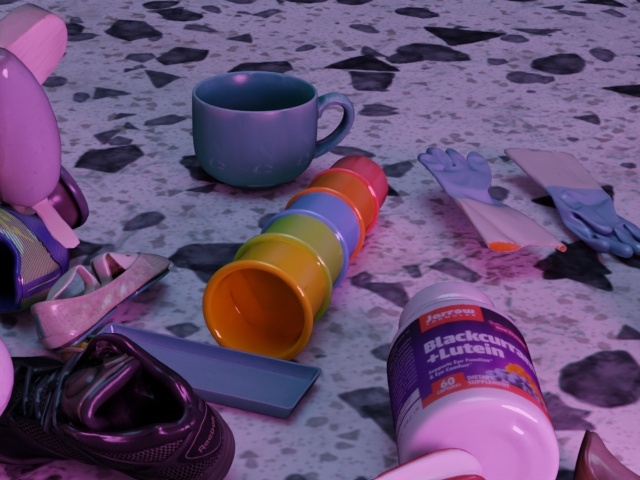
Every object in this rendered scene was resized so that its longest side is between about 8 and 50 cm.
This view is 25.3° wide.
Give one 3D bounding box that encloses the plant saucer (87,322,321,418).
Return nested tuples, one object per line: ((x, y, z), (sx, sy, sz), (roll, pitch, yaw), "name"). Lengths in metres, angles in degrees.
((-0.099, 0.104, 1.133), (0.192, 0.018, 0.067), (10, 27, 19), "plant saucer")

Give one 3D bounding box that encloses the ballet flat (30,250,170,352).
((-0.185, 0.037, 1.213), (0.057, 0.052, 0.168), (-21, 12, 33), "ballet flat")

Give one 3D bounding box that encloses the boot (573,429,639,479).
((0.217, 0.176, 0.978), (0.087, 0.042, 0.118), (12, 28, 9), "boot")

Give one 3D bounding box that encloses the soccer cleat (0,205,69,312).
((-0.363, 0.005, 1.236), (0.289, 0.093, 0.121), (7, 22, 10), "soccer cleat")

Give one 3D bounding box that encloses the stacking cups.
((0.000, 0.000, 1.272), (0.096, 0.096, 0.316), (10, 25, 17), "stacking cups")

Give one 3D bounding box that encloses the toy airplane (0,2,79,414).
((-0.304, 0.018, 0.905), (0.272, 0.386, 0.384), (39, 8, -4), "toy airplane")

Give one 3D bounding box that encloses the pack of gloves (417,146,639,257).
((0.207, -0.028, 1.415), (0.195, 0.046, 0.232), (5, 26, -20), "pack of gloves")

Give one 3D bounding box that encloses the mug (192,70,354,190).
((-0.056, -0.108, 1.483), (0.157, 0.097, 0.129), (11, 27, 19), "mug")

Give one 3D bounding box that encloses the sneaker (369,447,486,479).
((0.035, 0.208, 0.847), (0.221, 0.087, 0.128), (-23, 41, -21), "sneaker")

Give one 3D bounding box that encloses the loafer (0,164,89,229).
((-0.340, -0.046, 1.364), (0.302, 0.109, 0.095), (18, 48, 43), "loafer")

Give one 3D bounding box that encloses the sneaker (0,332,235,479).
((-0.179, 0.107, 0.985), (0.227, 0.130, 0.087), (11, 61, 19), "sneaker")

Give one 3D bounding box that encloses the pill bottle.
((0.103, 0.108, 1.025), (0.108, 0.108, 0.193), (0, 26, -2), "pill bottle")

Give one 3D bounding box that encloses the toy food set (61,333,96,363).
((-0.156, 0.098, 1.074), (0.083, 0.020, 0.082), (33, -24, -21), "toy food set")
